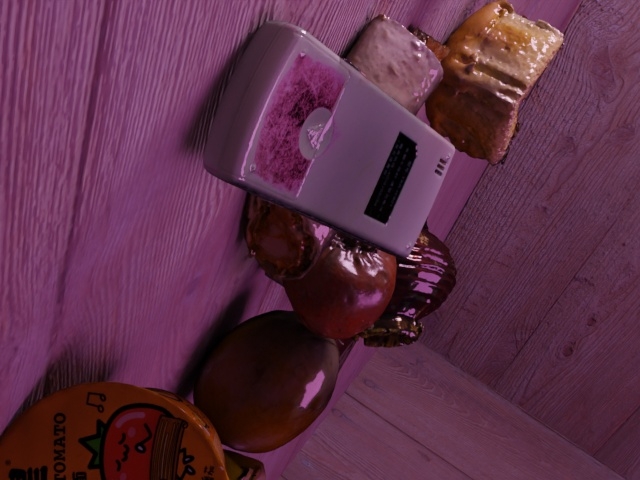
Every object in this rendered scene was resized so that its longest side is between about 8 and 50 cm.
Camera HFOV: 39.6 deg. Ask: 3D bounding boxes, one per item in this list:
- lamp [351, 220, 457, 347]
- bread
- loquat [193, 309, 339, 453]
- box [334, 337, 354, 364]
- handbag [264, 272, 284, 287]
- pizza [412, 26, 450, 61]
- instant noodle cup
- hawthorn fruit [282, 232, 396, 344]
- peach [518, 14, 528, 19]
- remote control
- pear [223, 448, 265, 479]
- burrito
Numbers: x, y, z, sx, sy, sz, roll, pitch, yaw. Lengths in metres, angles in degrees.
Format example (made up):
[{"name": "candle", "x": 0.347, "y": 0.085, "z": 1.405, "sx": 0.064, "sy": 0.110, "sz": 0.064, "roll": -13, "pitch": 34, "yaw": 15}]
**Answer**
[{"name": "lamp", "x": 0.104, "y": 0.060, "z": 1.464, "sx": 0.247, "sy": 0.247, "sz": 0.247, "roll": -54, "pitch": 169, "yaw": -16}, {"name": "bread", "x": 0.254, "y": -0.245, "z": 1.395, "sx": 0.251, "sy": 0.174, "sz": 0.133, "roll": -63, "pitch": 164, "yaw": 22}, {"name": "loquat", "x": -0.072, "y": 0.191, "z": 1.202, "sx": 0.227, "sy": 0.179, "sz": 0.179, "roll": -44, "pitch": 179, "yaw": 36}, {"name": "box", "x": -0.008, "y": 0.217, "z": 1.742, "sx": 0.404, "sy": 0.108, "sz": 0.263, "roll": -62, "pitch": 168, "yaw": 22}, {"name": "handbag", "x": 0.000, "y": 0.000, "z": 1.232, "sx": 0.173, "sy": 0.095, "sz": 0.117, "roll": -18, "pitch": 140, "yaw": -61}, {"name": "pizza", "x": 0.120, "y": -0.224, "z": 1.236, "sx": 0.262, "sy": 0.034, "sz": 0.181, "roll": -42, "pitch": 162, "yaw": -50}, {"name": "instant noodle cup", "x": -0.180, "y": 0.229, "z": 0.825, "sx": 0.215, "sy": 0.216, "sz": 0.172, "roll": -56, "pitch": 178, "yaw": -1}, {"name": "hawthorn fruit", "x": 0.013, "y": 0.062, "z": 1.090, "sx": 0.189, "sy": 0.149, "sz": 0.149, "roll": -66, "pitch": 166, "yaw": 22}, {"name": "peach", "x": 0.301, "y": -0.335, "z": 1.624, "sx": 0.189, "sy": 0.068, "sz": 0.279, "roll": -43, "pitch": 166, "yaw": -24}, {"name": "remote control", "x": 0.024, "y": -0.082, "z": 0.856, "sx": 0.344, "sy": 0.050, "sz": 0.145, "roll": 24, "pitch": 90, "yaw": -56}, {"name": "pear", "x": -0.229, "y": 0.438, "z": 1.159, "sx": 0.340, "sy": 0.191, "sz": 0.386, "roll": 48, "pitch": 63, "yaw": -73}, {"name": "burrito", "x": 0.019, "y": -0.096, "z": 0.994, "sx": 0.299, "sy": 0.105, "sz": 0.143, "roll": -57, "pitch": 173, "yaw": -10}]
